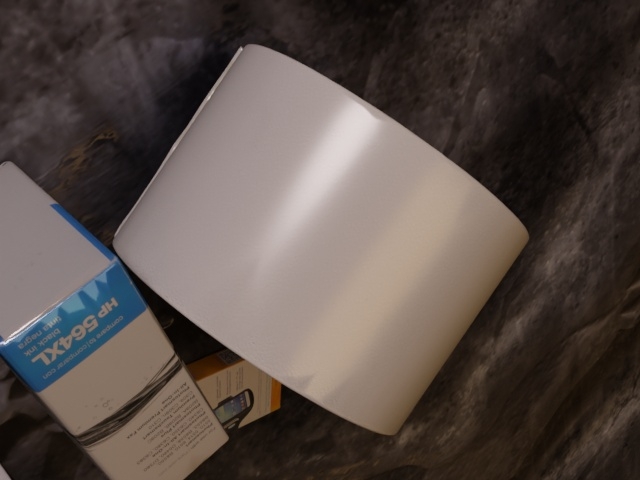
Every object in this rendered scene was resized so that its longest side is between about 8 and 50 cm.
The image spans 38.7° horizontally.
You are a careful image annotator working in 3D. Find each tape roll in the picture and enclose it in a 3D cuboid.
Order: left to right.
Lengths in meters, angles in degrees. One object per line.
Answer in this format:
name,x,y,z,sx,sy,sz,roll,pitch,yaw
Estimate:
tape roll,0.000,0.000,0.649,0.169,0.246,0.246,-56,141,1

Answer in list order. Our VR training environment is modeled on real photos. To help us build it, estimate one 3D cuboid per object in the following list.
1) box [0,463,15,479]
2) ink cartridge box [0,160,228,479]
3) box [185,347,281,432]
box,-0.200,0.319,0.730,0.087,0.169,0.290,-38,139,-20
ink cartridge box,-0.162,0.068,0.608,0.086,0.148,0.203,-40,138,-20
box,-0.096,0.141,0.822,0.136,0.028,0.081,-19,128,-33
